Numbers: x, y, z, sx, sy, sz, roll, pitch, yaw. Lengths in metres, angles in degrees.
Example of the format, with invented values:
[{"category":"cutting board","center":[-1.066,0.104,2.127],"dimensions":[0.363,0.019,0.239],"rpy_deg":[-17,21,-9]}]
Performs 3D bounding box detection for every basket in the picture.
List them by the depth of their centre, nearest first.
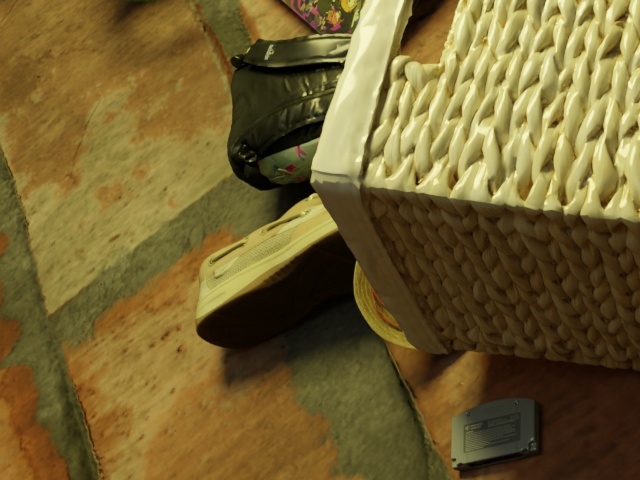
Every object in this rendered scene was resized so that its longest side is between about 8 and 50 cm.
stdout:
[{"category":"basket","center":[0.190,-0.099,1.462],"dimensions":[0.266,0.331,0.328],"rpy_deg":[7,66,24]}]

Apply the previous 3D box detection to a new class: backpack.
[{"category":"backpack","center":[0.002,-0.134,1.828],"dimensions":[0.182,0.115,0.152],"rpy_deg":[-16,64,30]}]

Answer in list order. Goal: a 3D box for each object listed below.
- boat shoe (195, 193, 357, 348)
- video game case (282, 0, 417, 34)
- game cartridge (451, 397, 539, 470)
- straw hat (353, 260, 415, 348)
[{"category":"boat shoe","center":[0.000,0.000,1.748],"dimensions":[0.302,0.109,0.098],"rpy_deg":[-30,48,28]},{"category":"video game case","center":[0.041,-0.321,1.932],"dimensions":[0.232,0.042,0.210],"rpy_deg":[47,114,46]},{"category":"game cartridge","center":[0.152,0.165,1.576],"dimensions":[0.083,0.017,0.056],"rpy_deg":[-16,57,31]},{"category":"straw hat","center":[0.097,0.032,1.672],"dimensions":[0.144,0.144,0.061],"rpy_deg":[-56,1,-5]}]
